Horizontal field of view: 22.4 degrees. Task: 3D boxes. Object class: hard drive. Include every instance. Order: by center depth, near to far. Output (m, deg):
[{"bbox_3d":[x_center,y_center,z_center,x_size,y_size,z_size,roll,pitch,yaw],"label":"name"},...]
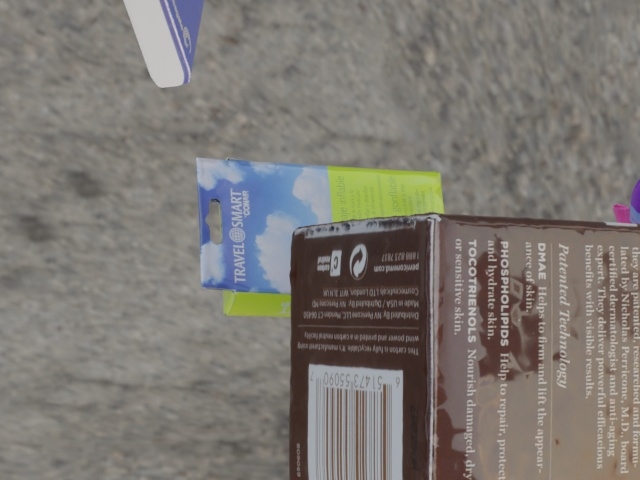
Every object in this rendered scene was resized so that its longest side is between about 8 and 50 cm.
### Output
[{"bbox_3d":[-0.152,-0.334,1.591,0.040,0.210,0.319,-6,44,11],"label":"hard drive"}]

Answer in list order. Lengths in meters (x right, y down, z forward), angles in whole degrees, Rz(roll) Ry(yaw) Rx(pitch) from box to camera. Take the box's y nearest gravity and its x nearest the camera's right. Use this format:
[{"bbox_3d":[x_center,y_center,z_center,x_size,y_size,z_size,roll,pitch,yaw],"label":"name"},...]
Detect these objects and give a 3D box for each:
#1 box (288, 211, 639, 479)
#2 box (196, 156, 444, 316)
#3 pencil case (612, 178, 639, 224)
[{"bbox_3d":[0.105,0.073,0.961,0.203,0.168,0.167,2,87,-29],"label":"box"},{"bbox_3d":[0.000,0.000,1.122,0.178,0.042,0.109,3,60,-14],"label":"box"},{"bbox_3d":[0.293,0.036,1.087,0.104,0.104,0.236,-32,45,6],"label":"pencil case"}]
